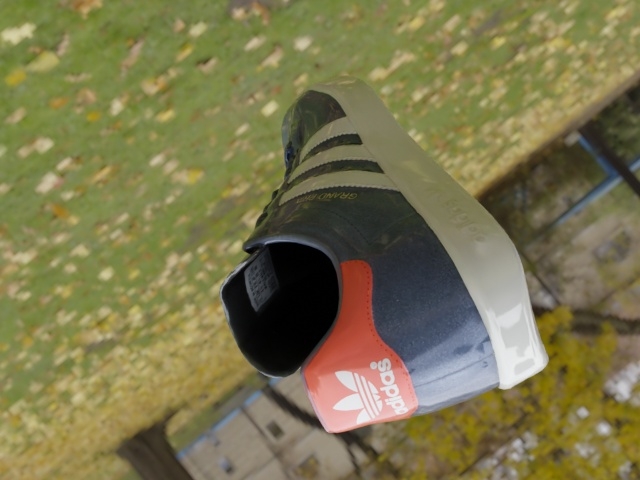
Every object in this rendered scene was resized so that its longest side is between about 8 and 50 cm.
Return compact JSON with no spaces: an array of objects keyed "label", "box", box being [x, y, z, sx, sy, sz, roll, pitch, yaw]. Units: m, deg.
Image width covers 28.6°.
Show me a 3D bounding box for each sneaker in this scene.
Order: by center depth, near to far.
[{"label":"sneaker","box":[0.000,0.000,0.774,0.148,0.131,0.350,-25,-156,-6]}]
